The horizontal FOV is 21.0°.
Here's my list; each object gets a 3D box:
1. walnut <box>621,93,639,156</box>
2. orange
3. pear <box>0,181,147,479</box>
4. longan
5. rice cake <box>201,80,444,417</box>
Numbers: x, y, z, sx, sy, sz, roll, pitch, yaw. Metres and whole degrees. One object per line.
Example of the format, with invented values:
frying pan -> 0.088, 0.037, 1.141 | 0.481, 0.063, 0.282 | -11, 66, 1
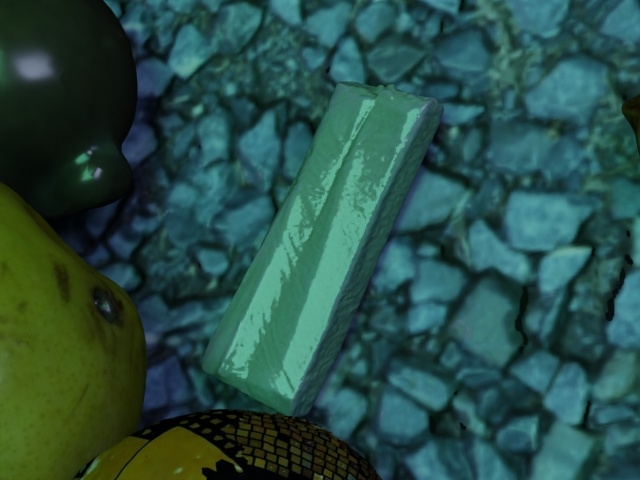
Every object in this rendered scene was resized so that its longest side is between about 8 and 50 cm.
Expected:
walnut -> 0.260, -0.050, 0.962 | 0.207, 0.116, 0.116 | 18, 85, 35
orange -> -0.058, 0.208, 0.980 | 0.234, 0.234, 0.182 | -46, 31, 9
pear -> -0.238, 0.101, 1.064 | 0.280, 0.280, 0.281 | -6, 75, 24
longan -> -0.206, -0.092, 1.160 | 0.204, 0.159, 0.185 | 41, 96, 18
rice cake -> 0.001, -0.001, 1.105 | 0.080, 0.042, 0.222 | 25, 90, 32
